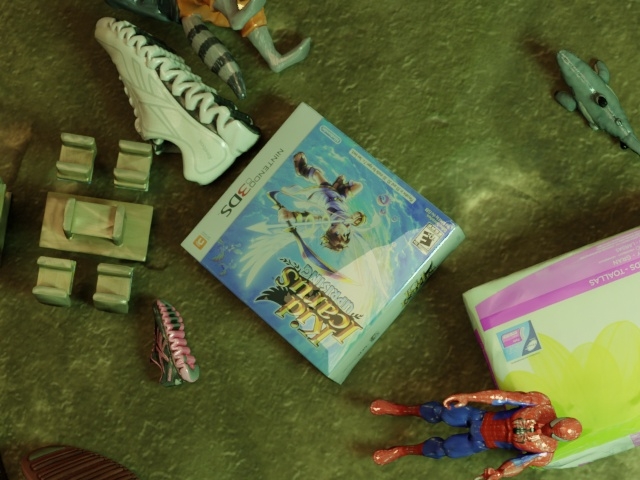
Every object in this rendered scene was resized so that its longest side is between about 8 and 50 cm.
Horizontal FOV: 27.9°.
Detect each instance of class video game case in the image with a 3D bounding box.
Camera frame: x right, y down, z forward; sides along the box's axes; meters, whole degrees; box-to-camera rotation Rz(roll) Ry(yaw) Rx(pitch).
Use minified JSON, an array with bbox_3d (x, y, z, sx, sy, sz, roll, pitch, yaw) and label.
[{"bbox_3d":[0.000,0.000,1.613,0.269,0.061,0.244,40,90,21],"label":"video game case"}]

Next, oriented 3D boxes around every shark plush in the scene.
[{"bbox_3d":[0.334,-0.158,1.554,0.073,0.067,0.161,-25,70,8],"label":"shark plush"}]

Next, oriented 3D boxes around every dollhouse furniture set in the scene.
[{"bbox_3d":[-0.346,-0.020,1.701,0.242,0.161,0.212,8,77,-5],"label":"dollhouse furniture set"}]

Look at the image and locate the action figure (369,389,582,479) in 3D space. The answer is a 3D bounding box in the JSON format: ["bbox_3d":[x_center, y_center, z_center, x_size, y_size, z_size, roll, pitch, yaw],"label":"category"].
[{"bbox_3d":[0.147,0.211,1.409,0.280,0.139,0.091,-10,82,42],"label":"action figure"}]

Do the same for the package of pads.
[{"bbox_3d":[0.338,0.118,1.462,0.296,0.101,0.229,-22,70,10],"label":"package of pads"}]

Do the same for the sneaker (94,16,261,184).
[{"bbox_3d":[-0.214,-0.190,1.706,0.292,0.110,0.118,44,101,23],"label":"sneaker"}]

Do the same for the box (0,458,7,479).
[{"bbox_3d":[-0.478,0.402,1.603,0.191,0.143,0.381,-26,72,8],"label":"box"}]

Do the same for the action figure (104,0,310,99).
[{"bbox_3d":[-0.206,-0.329,1.631,0.330,0.341,0.178,29,101,20],"label":"action figure"}]

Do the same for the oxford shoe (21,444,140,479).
[{"bbox_3d":[-0.250,0.372,1.556,0.348,0.123,0.130,32,122,36],"label":"oxford shoe"}]

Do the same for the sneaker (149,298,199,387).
[{"bbox_3d":[-0.199,0.133,1.647,0.057,0.047,0.119,-28,68,20],"label":"sneaker"}]
